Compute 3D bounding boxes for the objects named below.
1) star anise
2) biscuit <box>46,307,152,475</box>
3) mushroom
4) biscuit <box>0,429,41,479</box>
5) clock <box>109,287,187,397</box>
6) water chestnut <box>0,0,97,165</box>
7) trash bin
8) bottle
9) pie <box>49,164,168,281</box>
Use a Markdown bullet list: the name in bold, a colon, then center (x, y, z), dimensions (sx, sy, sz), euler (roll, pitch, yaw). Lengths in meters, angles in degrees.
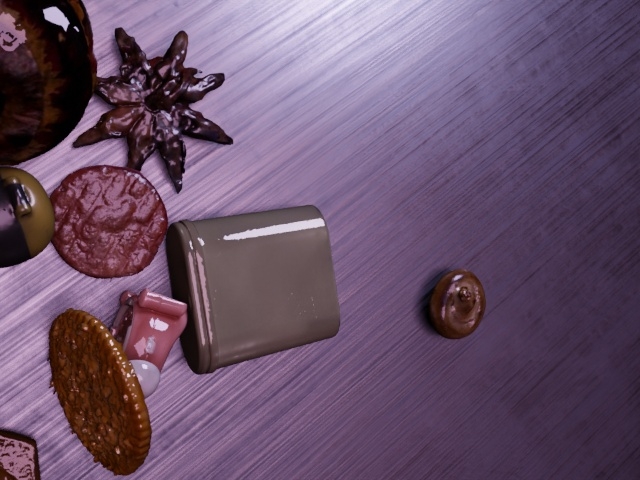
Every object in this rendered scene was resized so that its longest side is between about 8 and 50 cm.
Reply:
- **star anise**: center (-0.249, -0.201, 1.287), dimensions (0.272, 0.102, 0.271), euler (-2, 94, -21)
- **biscuit**: center (-0.321, 0.218, 1.191), dimensions (0.035, 0.254, 0.253), euler (-21, 99, -41)
- **mushroom**: center (0.244, 0.114, 1.509), dimensions (0.126, 0.085, 0.109), euler (-53, 143, -16)
- **biscuit**: center (-0.518, 0.371, 1.221), dimensions (0.215, 0.034, 0.182), euler (-8, 93, -20)
- **clock**: center (-0.267, 0.162, 1.256), dimensions (0.093, 0.166, 0.162), euler (24, 75, -24)
- **water chestnut**: center (-0.434, -0.258, 1.145), dimensions (0.300, 0.300, 0.299), euler (0, 91, -23)
- **trash bin**: center (-0.107, 0.070, 1.346), dimensions (0.248, 0.121, 0.243), euler (-12, 96, -26)
- **bottle**: center (-0.538, 0.006, 1.136), dimensions (0.351, 0.171, 0.171), euler (-20, 99, -22)
- **pie**: center (-0.323, -0.029, 1.272), dimensions (0.183, 0.049, 0.182), euler (-3, 100, -15)
